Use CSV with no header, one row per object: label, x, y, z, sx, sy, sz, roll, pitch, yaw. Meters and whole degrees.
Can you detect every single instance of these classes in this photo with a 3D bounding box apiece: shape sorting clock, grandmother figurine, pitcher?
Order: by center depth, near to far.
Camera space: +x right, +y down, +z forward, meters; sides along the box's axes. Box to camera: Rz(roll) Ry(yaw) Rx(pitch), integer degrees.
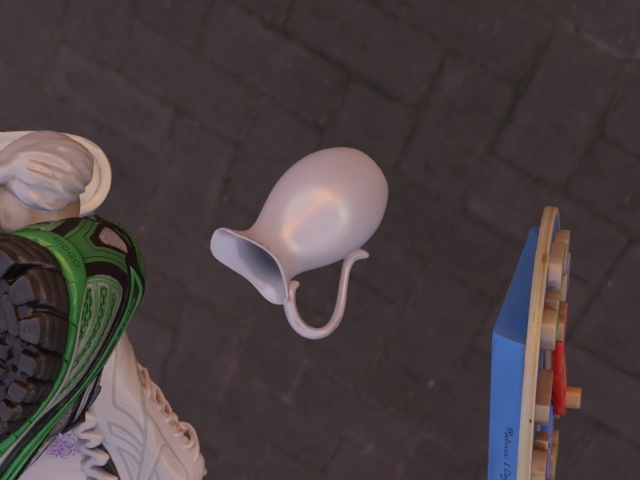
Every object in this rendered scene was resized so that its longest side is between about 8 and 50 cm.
shape sorting clock,0.122,0.084,0.758,0.040,0.206,0.206,6,128,16
grandmother figurine,-0.270,0.074,1.145,0.207,0.104,0.342,20,92,36
pitcher,0.000,0.000,1.626,0.178,0.207,0.125,52,148,-5

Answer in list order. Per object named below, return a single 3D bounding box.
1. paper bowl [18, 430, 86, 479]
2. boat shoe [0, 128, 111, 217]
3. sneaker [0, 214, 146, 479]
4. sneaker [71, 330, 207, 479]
paper bowl,-0.273,0.320,1.445,0.284,0.284,0.148,15,157,21
boat shoe,-0.356,-0.069,1.323,0.305,0.109,0.091,9,167,-12
sneaker,-0.215,0.118,0.899,0.134,0.146,0.343,51,125,13
sneaker,-0.169,0.177,1.279,0.118,0.110,0.292,-6,113,-3
